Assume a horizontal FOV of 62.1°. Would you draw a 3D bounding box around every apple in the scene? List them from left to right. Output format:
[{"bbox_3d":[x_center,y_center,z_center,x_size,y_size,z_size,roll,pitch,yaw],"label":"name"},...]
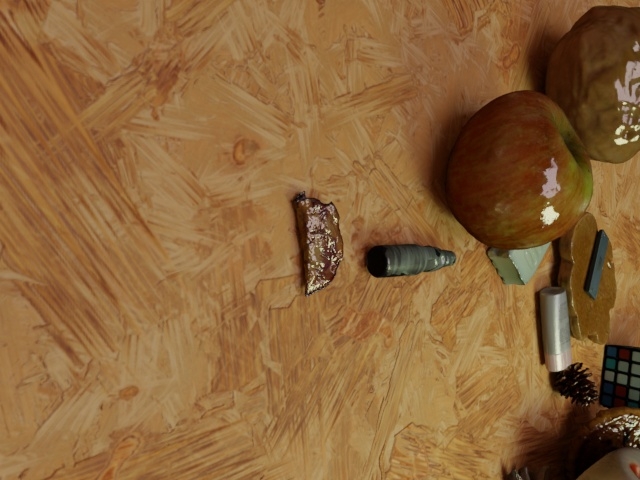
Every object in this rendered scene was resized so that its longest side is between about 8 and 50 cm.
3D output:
[{"bbox_3d":[0.373,-0.129,1.037,0.277,0.250,0.309,51,41,-10],"label":"apple"}]

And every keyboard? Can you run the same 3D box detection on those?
[{"bbox_3d":[0.710,0.061,1.361,0.055,0.014,0.176,34,69,-36],"label":"keyboard"}]

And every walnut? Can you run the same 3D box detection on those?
[{"bbox_3d":[0.666,-0.360,1.209,0.306,0.306,0.344,-33,104,-31],"label":"walnut"}]

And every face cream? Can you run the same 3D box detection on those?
[{"bbox_3d":[0.576,0.216,1.304,0.084,0.057,0.198,-15,103,-35],"label":"face cream"}]

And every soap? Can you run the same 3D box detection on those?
[{"bbox_3d":[0.465,-0.003,1.206,0.198,0.063,0.114,-53,121,-22],"label":"soap"}]

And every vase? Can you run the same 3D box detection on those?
[{"bbox_3d":[0.180,0.036,0.997,0.211,0.060,0.060,-1,92,-38],"label":"vase"}]

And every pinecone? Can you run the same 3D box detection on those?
[{"bbox_3d":[0.643,0.363,1.334,0.102,0.102,0.109,-21,75,-34],"label":"pinecone"}]

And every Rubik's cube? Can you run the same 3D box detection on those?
[{"bbox_3d":[0.921,0.396,1.490,0.182,0.187,0.184,9,84,-36],"label":"Rubik's cube"}]

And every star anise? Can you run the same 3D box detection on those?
[{"bbox_3d":[0.473,0.600,1.238,0.195,0.065,0.182,-44,114,-14],"label":"star anise"}]

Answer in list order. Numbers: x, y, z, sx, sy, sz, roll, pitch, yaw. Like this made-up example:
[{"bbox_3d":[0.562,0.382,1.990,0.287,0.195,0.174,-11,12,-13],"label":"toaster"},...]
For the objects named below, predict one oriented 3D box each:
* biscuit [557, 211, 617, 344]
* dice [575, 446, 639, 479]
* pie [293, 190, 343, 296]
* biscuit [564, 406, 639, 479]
[{"bbox_3d":[0.698,0.107,1.392,0.269,0.051,0.376,-30,109,-34],"label":"biscuit"},{"bbox_3d":[0.690,0.667,1.179,0.304,0.277,0.304,15,115,-40],"label":"dice"},{"bbox_3d":[0.000,0.000,0.876,0.092,0.034,0.170,-14,100,-32],"label":"pie"},{"bbox_3d":[0.779,0.583,1.394,0.289,0.081,0.334,-3,104,-3],"label":"biscuit"}]
